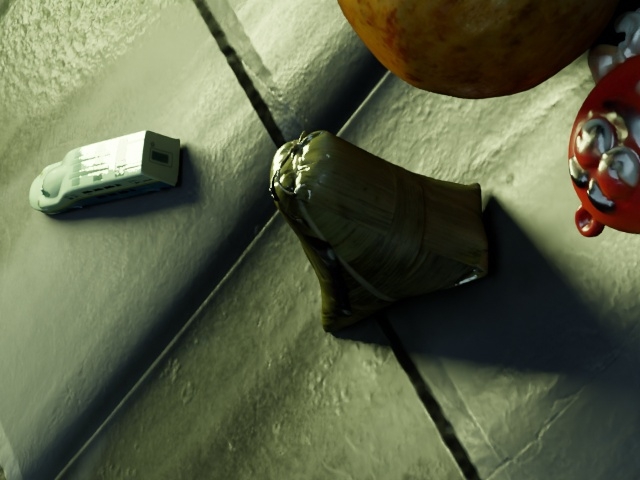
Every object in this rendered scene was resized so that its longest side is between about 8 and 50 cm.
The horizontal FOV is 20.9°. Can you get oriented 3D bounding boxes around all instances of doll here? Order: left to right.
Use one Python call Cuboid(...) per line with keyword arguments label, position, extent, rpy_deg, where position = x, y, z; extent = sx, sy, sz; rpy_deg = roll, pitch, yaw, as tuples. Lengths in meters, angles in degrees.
Cuboid(label="doll", position=(0.251, -0.091, 1.236), extent=(0.217, 0.085, 0.183), rpy_deg=(-40, 54, 22))

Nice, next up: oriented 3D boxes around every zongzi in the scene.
Cuboid(label="zongzi", position=(-0.002, 0.000, 1.388), extent=(0.204, 0.205, 0.094), rpy_deg=(-32, 49, 40))

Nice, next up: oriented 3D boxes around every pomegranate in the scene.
Cuboid(label="pomegranate", position=(0.120, -0.225, 1.295), extent=(0.248, 0.248, 0.248), rpy_deg=(-13, 72, 43))

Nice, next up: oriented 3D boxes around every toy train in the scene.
Cuboid(label="toy train", position=(-0.234, -0.065, 1.744), extent=(0.234, 0.051, 0.052), rpy_deg=(-9, 70, 44))
